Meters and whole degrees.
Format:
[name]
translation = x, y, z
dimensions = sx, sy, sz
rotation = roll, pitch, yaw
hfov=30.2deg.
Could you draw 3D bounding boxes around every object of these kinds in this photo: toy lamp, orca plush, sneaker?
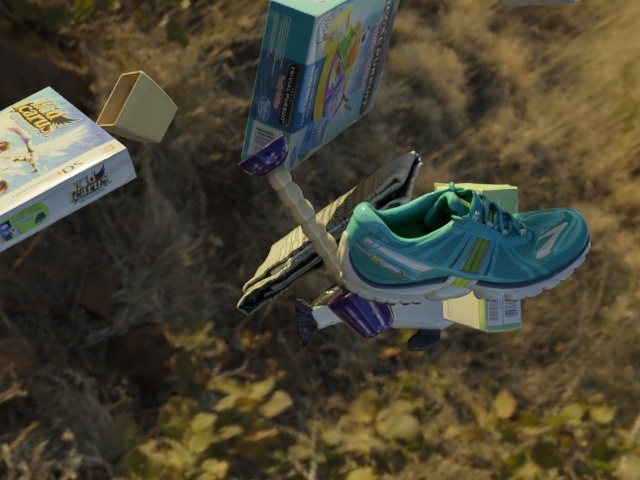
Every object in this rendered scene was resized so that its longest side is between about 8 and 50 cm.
[toy lamp]
translation = 0.000, 0.000, 1.488
dimensions = 0.275, 0.080, 0.080
rotation = 57, 32, -5
[orca plush]
translation = 0.100, 0.088, 1.710
dimensions = 0.102, 0.287, 0.151
rotation = -140, -153, -79
[sneaker]
translation = 0.153, -0.002, 1.205
dimensions = 0.275, 0.110, 0.107
rotation = -7, 33, -17

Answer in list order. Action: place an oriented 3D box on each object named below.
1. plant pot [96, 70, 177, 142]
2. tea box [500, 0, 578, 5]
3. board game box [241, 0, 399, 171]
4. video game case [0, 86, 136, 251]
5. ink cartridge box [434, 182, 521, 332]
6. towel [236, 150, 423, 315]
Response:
[plant pot]
translation = -0.321, -0.229, 2.116
dimensions = 0.096, 0.109, 0.109
rotation = 30, 79, -27
[tea box]
translation = 0.335, -0.610, 1.943
dimensions = 0.329, 0.220, 0.323
rotation = 34, 83, -27
[board game box]
translation = 0.011, -0.277, 1.819
dimensions = 0.079, 0.254, 0.336
rotation = 24, 32, 17
[video game case]
translation = -0.448, -0.113, 1.786
dimensions = 0.244, 0.269, 0.061
rotation = -31, 132, -23
[ink cartridge box]
translation = 0.173, 0.014, 1.482
dimensions = 0.056, 0.235, 0.171
rotation = -5, 96, -20
[towel]
translation = 0.017, -0.024, 1.864
dimensions = 0.056, 0.312, 0.324
rotation = 55, 15, -9
